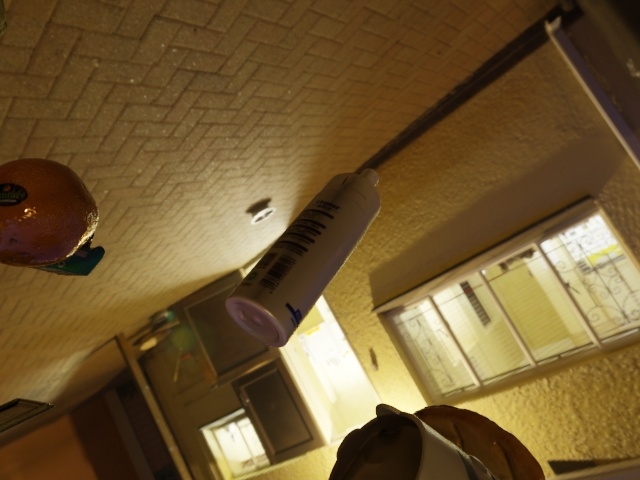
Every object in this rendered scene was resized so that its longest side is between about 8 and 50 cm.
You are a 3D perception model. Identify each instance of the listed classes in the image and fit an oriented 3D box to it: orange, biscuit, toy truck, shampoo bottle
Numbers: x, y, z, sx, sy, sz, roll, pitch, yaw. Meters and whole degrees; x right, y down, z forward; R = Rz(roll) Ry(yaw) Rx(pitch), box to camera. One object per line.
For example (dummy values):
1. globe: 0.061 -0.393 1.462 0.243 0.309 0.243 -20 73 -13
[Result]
1. orange: -0.509 -0.047 0.848 0.206 0.206 0.206 -28 171 -5
2. biscuit: 0.304 0.426 0.969 0.299 0.154 0.045 1 175 42
3. toy truck: -0.621 0.005 1.086 0.114 0.123 0.253 -2 165 28
4. shampoo bottle: 0.000 0.000 0.642 0.303 0.092 0.092 -52 -174 -36

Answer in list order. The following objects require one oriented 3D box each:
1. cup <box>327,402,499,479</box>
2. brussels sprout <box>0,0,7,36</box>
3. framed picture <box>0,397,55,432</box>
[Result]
1. cup: 0.124 0.410 0.642 0.289 0.258 0.219 -52 -172 -1
2. brussels sprout: -0.574 -0.300 0.642 0.328 0.247 0.327 -35 -147 27
3. framed picture: -0.679 0.365 0.880 0.232 0.019 0.296 -15 -175 43
